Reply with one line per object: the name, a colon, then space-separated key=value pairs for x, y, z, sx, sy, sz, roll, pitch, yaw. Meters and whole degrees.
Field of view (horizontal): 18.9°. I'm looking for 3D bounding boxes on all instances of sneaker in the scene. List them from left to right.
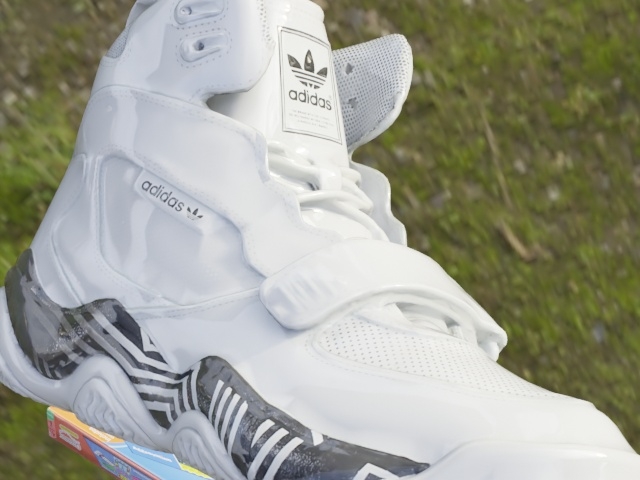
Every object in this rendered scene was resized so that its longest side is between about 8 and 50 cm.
sneaker: x=0.000 y=0.000 z=0.817 sx=0.365 sy=0.137 sz=0.210 roll=14 pitch=88 yaw=45

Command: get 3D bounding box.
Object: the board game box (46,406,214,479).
board game box: x=-0.022 y=0.138 z=1.194 sx=0.281 sy=0.027 sz=0.145 roll=27 pitch=42 yaw=33
